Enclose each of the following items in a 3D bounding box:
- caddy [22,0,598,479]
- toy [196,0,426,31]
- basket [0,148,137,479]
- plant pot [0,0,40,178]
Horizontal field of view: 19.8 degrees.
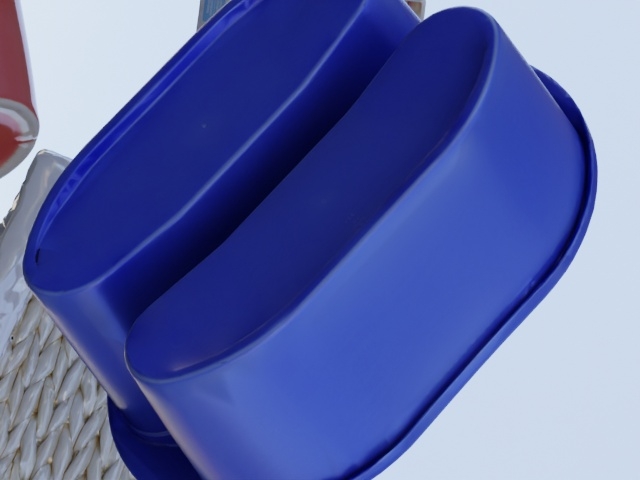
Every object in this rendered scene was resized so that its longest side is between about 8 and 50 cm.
[{"bbox_3d":[0.000,0.000,1.054,0.341,0.179,0.241,-46,-136,-10],"label":"caddy"},{"bbox_3d":[-0.019,-0.193,1.855,0.056,0.237,0.137,50,46,-77],"label":"toy"},{"bbox_3d":[-0.209,0.155,1.564,0.328,0.266,0.331,134,-24,-62],"label":"basket"},{"bbox_3d":[-0.430,-0.190,1.960,0.243,0.275,0.275,66,-30,23],"label":"plant pot"}]
